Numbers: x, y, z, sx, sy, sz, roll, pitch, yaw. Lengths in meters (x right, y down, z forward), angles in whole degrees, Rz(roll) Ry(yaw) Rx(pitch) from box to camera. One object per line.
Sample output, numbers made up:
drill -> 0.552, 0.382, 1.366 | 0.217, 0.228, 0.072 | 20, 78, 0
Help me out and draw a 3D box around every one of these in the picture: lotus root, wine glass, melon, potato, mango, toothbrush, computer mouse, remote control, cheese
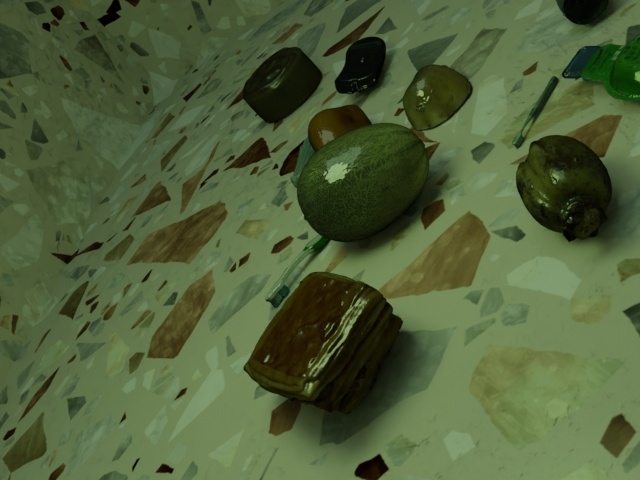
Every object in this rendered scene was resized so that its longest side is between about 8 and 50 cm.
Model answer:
lotus root -> 0.440, -0.087, 1.356 | 0.154, 0.154, 0.278 | -35, 28, 17
wine glass -> 0.630, -0.620, 1.852 | 0.126, 0.126, 0.241 | -26, 31, 30
melon -> 0.098, -0.137, 1.767 | 0.329, 0.248, 0.248 | -35, 29, 10
potato -> 0.291, -0.399, 2.008 | 0.202, 0.117, 0.182 | -51, 26, -11
mango -> 0.052, -0.277, 2.122 | 0.236, 0.166, 0.136 | 58, 145, 42
toothbrush -> -0.003, -0.003, 1.927 | 0.418, 0.040, 0.042 | -53, 27, -16
computer mouse -> 0.140, -0.545, 2.433 | 0.147, 0.088, 0.264 | -2, 46, 29
remote control -> -0.031, -0.247, 2.271 | 0.104, 0.052, 0.247 | -40, 25, 40
cheese -> 0.632, -0.358, 1.531 | 0.204, 0.083, 0.320 | -52, 31, -11
toothbrush -> 0.482, -0.289, 1.705 | 0.016, 0.019, 0.219 | 3, 52, 51

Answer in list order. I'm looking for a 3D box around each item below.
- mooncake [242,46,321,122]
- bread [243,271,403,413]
mooncake -> -0.147, -0.576, 2.783 | 0.284, 0.155, 0.284 | -30, 32, 22
bread -> 0.012, 0.207, 1.487 | 0.277, 0.167, 0.324 | -53, 20, -16
